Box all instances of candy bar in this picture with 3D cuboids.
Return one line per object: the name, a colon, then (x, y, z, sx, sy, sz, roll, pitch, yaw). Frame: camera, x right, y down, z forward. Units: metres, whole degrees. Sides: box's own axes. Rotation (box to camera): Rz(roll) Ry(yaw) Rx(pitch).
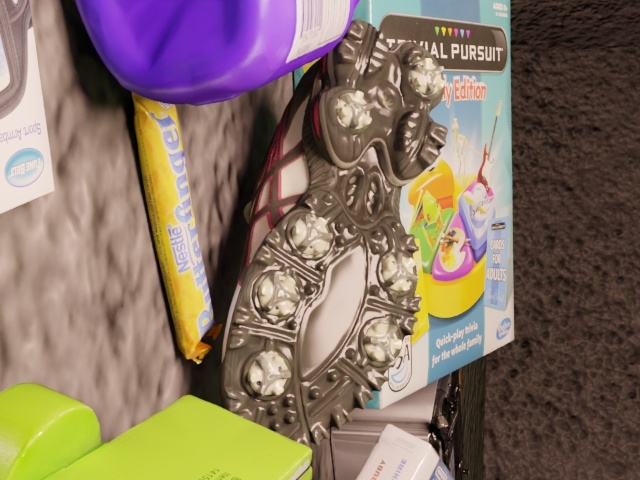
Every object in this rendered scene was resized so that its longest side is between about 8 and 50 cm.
candy bar: (-0.075, -0.011, 0.489, 0.040, 0.018, 0.161, -63, 149, -61)

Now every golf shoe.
golf shoe: (0.000, 0.000, 0.583, 0.120, 0.105, 0.273, -23, -136, 58)

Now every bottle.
bottle: (-0.032, -0.149, 0.501, 0.283, 0.092, 0.118, -54, 133, -68)

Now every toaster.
toaster: (0.084, 0.202, 0.931, 0.168, 0.110, 0.185, -62, 150, -63)

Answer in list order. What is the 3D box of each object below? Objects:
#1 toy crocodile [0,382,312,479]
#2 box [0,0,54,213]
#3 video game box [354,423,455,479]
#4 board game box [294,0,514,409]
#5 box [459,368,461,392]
toy crocodile: (-0.085, 0.126, 0.256, 0.340, 0.115, 0.105, -33, 141, -71)
box: (-0.119, -0.057, 0.293, 0.081, 0.028, 0.136, -50, 136, -69)
video game box: (0.052, 0.268, 0.739, 0.187, 0.048, 0.205, -55, 143, -17)
board game box: (0.084, -0.051, 0.828, 0.254, 0.079, 0.336, -13, 104, -54)
box: (0.109, 0.107, 1.074, 0.130, 0.091, 0.170, -24, 113, -75)
